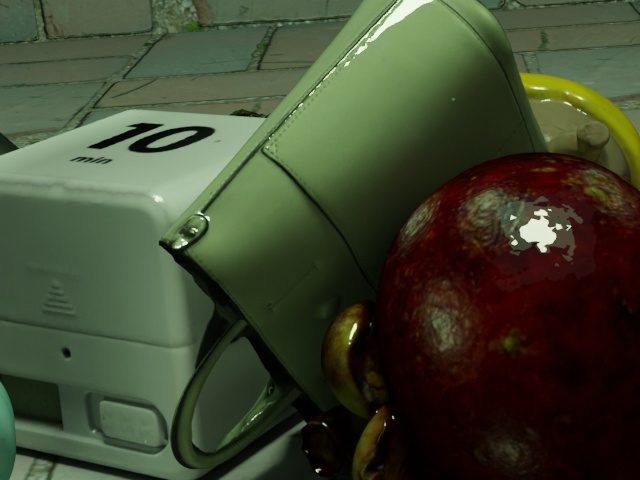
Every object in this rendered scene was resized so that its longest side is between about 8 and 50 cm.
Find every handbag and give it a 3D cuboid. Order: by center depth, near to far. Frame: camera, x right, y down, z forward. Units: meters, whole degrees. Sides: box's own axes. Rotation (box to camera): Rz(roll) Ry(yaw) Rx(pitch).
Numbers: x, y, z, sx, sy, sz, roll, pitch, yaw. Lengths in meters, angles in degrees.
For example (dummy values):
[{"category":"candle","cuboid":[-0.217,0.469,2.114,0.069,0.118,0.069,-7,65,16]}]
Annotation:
[{"category":"handbag","cuboid":[0.000,0.000,0.967,0.109,0.241,0.315,34,77,34]}]

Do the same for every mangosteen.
[{"category":"mangosteen","cuboid":[0.102,0.072,0.900,0.257,0.215,0.215,-33,13,11]}]

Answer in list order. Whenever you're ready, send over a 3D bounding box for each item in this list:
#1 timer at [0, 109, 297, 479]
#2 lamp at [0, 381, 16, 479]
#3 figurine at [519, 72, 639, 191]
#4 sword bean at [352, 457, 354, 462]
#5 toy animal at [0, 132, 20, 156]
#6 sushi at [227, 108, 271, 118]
[{"category":"timer","cuboid":[-0.111,0.028,1.069,0.192,0.194,0.195,6,21,32]},{"category":"lamp","cuboid":[-0.306,0.110,0.867,0.284,0.209,0.147,-2,48,-41]},{"category":"figurine","cuboid":[0.160,-0.005,1.161,0.215,0.187,0.343,-18,24,-1]},{"category":"sword bean","cuboid":[0.029,0.127,1.022,0.012,0.012,0.083,-2,18,9]},{"category":"toy animal","cuboid":[-0.261,-0.018,1.329,0.343,0.168,0.106,24,29,32]},{"category":"sushi","cuboid":[-0.079,-0.050,1.440,0.225,0.124,0.127,3,17,42]}]
